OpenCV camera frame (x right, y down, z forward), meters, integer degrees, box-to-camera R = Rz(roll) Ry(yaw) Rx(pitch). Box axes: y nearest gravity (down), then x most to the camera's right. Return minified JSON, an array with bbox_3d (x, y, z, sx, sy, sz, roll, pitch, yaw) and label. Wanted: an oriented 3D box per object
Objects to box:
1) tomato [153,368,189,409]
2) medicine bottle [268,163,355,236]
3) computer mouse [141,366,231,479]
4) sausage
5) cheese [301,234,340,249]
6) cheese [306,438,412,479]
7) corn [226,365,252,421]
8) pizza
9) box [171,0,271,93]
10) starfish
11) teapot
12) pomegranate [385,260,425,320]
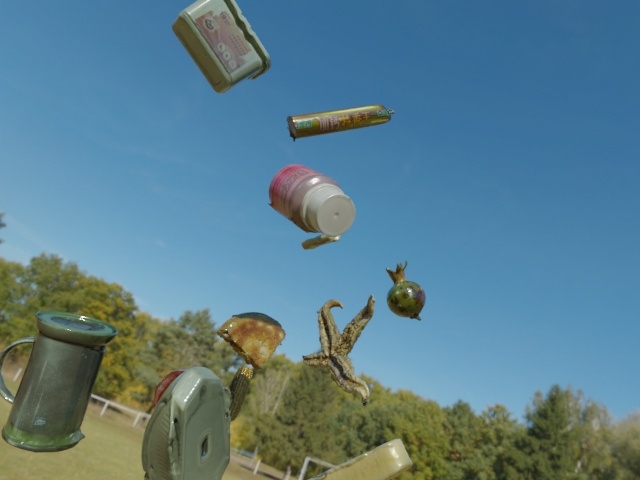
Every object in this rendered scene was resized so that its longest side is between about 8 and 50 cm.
[{"bbox_3d":[-0.411,0.515,1.641,0.233,0.200,0.139,18,6,16],"label":"tomato"},{"bbox_3d":[-0.021,-0.093,1.210,0.147,0.147,0.247,40,-3,-35],"label":"medicine bottle"},{"bbox_3d":[-0.337,0.505,1.245,0.145,0.429,0.228,7,13,21],"label":"computer mouse"},{"bbox_3d":[0.076,-0.380,1.599,0.371,0.082,0.082,-14,-15,-21],"label":"sausage"},{"bbox_3d":[0.000,0.000,1.874,0.065,0.043,0.194,-6,-6,-36],"label":"cheese"},{"bbox_3d":[0.120,0.809,1.730,0.384,0.104,0.384,-18,-27,-10],"label":"cheese"},{"bbox_3d":[-0.289,0.527,1.728,0.068,0.207,0.068,19,-23,8],"label":"corn"},{"bbox_3d":[-0.267,0.393,1.977,0.086,0.226,0.335,-12,-14,38],"label":"pizza"},{"bbox_3d":[-0.333,-0.648,1.668,0.312,0.182,0.175,55,-27,-18],"label":"box"},{"bbox_3d":[0.083,0.332,1.668,0.082,0.324,0.432,29,-14,-21],"label":"starfish"},{"bbox_3d":[-0.700,0.360,1.293,0.270,0.337,0.200,17,-3,-3],"label":"teapot"},{"bbox_3d":[0.320,0.185,1.884,0.156,0.220,0.156,2,0,0],"label":"pomegranate"}]
